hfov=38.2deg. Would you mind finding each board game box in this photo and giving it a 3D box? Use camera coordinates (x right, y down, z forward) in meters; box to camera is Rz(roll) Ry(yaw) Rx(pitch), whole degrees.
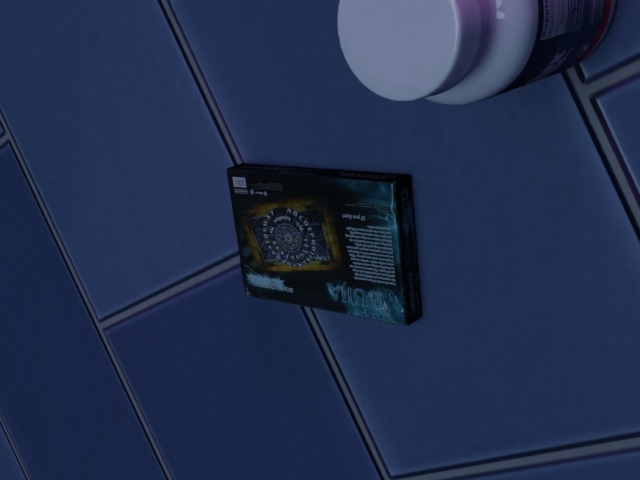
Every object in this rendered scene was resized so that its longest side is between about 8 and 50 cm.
[{"bbox_3d":[0.000,0.000,0.805,0.186,0.026,0.126,8,113,38],"label":"board game box"}]

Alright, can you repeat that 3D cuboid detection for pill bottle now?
[{"bbox_3d":[0.095,-0.140,0.561,0.108,0.180,0.108,17,118,36],"label":"pill bottle"}]
